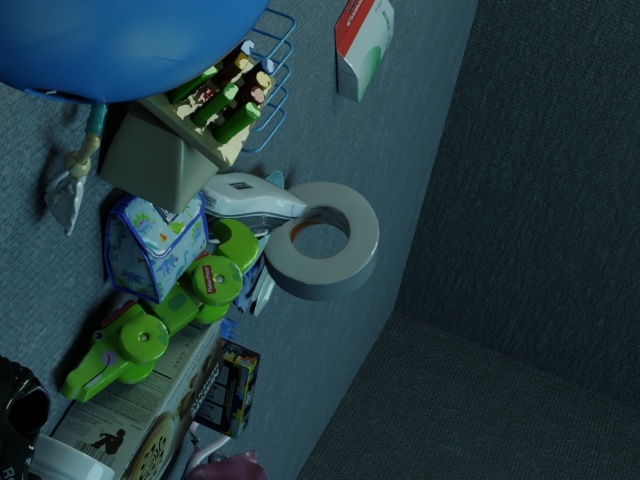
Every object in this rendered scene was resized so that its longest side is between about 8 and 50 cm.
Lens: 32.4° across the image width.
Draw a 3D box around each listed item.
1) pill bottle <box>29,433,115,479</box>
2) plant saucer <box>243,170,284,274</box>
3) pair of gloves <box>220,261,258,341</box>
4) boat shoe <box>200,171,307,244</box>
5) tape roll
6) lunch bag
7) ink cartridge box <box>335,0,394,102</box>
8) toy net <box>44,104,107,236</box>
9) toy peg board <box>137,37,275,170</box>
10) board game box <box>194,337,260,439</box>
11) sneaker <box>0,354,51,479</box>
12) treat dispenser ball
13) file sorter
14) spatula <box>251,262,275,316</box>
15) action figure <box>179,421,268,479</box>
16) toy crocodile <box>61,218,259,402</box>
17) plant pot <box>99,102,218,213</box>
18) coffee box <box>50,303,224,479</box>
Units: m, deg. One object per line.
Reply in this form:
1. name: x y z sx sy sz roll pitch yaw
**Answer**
1. pill bottle: -0.357 0.374 1.306 0.152 0.152 0.272 81 33 -68
2. plant saucer: -0.120 -0.034 1.890 0.195 0.037 0.195 21 90 -78
3. pair of gloves: -0.160 0.131 2.041 0.159 0.023 0.198 82 33 -67
4. boat shoe: -0.122 -0.037 1.698 0.102 0.108 0.301 -64 161 14
5. tape roll: 0.000 0.000 2.039 0.072 0.219 0.219 86 28 -60
6. lunch bag: -0.212 -0.018 1.410 0.129 0.096 0.151 -54 149 -40
7. ink cartridge box: 0.088 -0.401 2.122 0.225 0.056 0.181 89 25 -65
8. toy net: -0.255 -0.119 1.168 0.122 0.045 0.232 -114 -139 -65
9. toy peg board: -0.119 -0.195 1.246 0.079 0.161 0.161 -30 -152 44
10. board game box: -0.182 0.237 1.846 0.048 0.141 0.170 -50 159 -51
11. sneaker: -0.294 0.142 0.953 0.283 0.124 0.107 -117 -164 -55
12. treat dispenser ball: -0.160 -0.240 0.768 0.288 0.288 0.288 22 90 -78
13. file sorter: -0.104 -0.220 1.482 0.170 0.104 0.118 99 18 -47
14. spatula: -0.088 0.026 2.180 0.168 0.019 0.242 75 34 -72
15. action figure: -0.234 0.463 1.905 0.370 0.248 0.276 -9 87 -49
16. toy crocodile: -0.211 0.094 1.482 0.340 0.105 0.115 -39 174 -24
17. plant pot: -0.182 -0.115 1.293 0.109 0.109 0.096 -55 166 -48
18. coffee box: -0.258 0.238 1.570 0.168 0.119 0.297 92 23 -55
